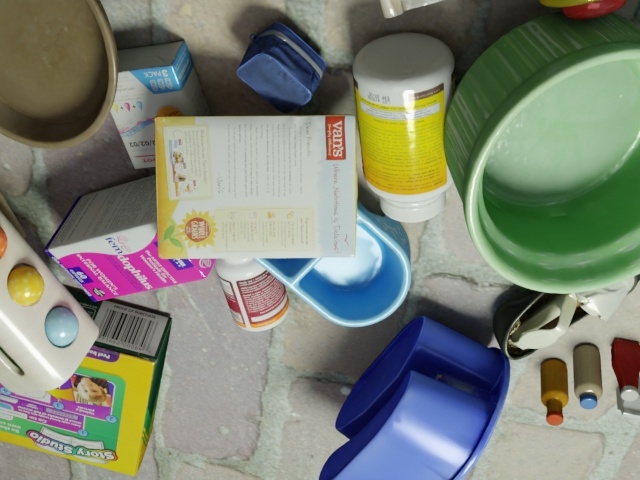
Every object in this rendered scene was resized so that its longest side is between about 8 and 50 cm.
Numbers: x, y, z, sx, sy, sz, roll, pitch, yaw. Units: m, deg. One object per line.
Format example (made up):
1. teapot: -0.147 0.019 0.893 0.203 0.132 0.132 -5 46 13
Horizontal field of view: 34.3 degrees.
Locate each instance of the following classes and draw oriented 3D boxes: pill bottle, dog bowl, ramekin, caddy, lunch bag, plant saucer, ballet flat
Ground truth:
1. pill bottle: 0.104 -0.128 1.232 0.117 0.117 0.215 1 131 11
2. dog bowl: 0.000 0.000 1.355 0.297 0.074 0.166 41 101 -22
3. pill bottle: -0.099 0.048 1.453 0.086 0.086 0.152 -3 131 14
4. ramekin: 0.283 -0.104 1.143 0.303 0.148 0.303 -7 127 -10
5. caddy: 0.146 0.274 1.501 0.179 0.241 0.341 29 131 -8
6. lunch bag: -0.047 -0.209 1.229 0.098 0.065 0.067 41 142 -24
7. plant saucer: -0.353 -0.241 1.236 0.278 0.041 0.278 14 125 21
8. ballet flat: 0.343 0.079 1.380 0.095 0.096 0.280 33 129 -17

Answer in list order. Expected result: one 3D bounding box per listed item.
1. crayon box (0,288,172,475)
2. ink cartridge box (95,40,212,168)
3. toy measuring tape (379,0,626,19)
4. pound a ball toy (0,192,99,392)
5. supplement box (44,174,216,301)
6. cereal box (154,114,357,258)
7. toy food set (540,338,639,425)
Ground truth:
1. crayon box: -0.440 0.210 1.656 0.363 0.106 0.313 16 133 -2
2. ink cartridge box: -0.198 -0.153 1.311 0.104 0.061 0.181 -5 130 16
3. toy measuring tape: 0.211 -0.275 1.075 0.330 0.121 0.121 -9 128 19
4. pound a ball toy: -0.421 0.022 1.398 0.136 0.208 0.319 -11 126 34
5. supplement box: -0.242 -0.007 1.392 0.220 0.114 0.111 -13 128 35
6. cereal box: -0.076 -0.065 1.247 0.240 0.047 0.173 0 97 -1
7. toy food set: 0.437 0.218 1.478 0.232 0.104 0.111 12 132 1
